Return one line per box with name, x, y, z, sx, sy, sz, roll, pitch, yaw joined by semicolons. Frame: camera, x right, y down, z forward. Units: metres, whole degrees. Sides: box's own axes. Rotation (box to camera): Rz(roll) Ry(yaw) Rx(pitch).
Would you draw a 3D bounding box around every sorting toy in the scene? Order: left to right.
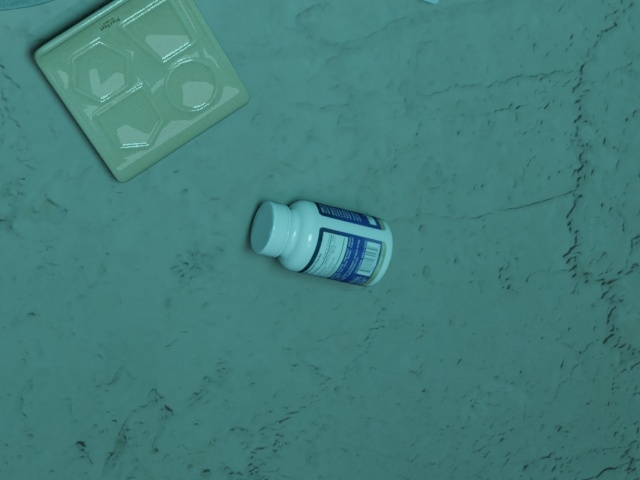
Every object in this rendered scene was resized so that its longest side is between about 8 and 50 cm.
sorting toy;-0.209;-0.195;1.462;0.193;0.038;0.208;-34;125;-5

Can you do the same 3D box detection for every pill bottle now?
pill bottle;0.000;0.000;1.595;0.169;0.094;0.094;13;107;-26

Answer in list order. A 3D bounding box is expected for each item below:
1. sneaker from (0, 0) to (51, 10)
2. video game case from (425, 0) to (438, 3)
sneaker;-0.290;-0.362;1.322;0.293;0.169;0.108;-15;161;16
video game case;0.084;-0.416;1.483;0.227;0.026;0.206;14;107;-27
